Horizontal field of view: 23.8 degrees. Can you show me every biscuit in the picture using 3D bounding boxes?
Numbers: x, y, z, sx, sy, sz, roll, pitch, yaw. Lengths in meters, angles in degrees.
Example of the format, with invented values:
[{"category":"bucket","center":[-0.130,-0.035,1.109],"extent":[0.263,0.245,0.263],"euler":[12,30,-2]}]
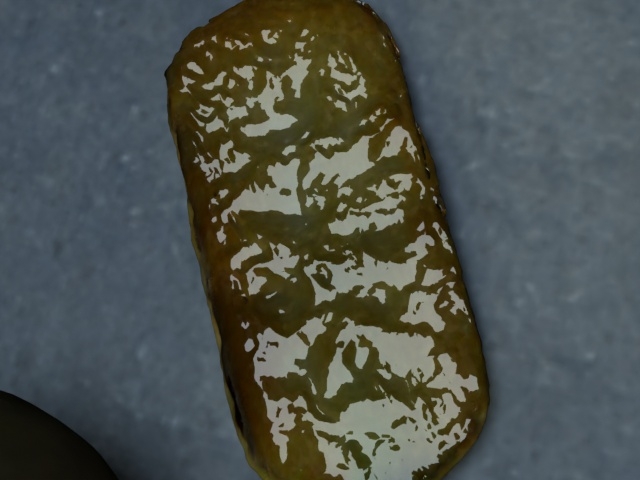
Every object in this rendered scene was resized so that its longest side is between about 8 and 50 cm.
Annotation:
[{"category":"biscuit","center":[0.000,0.000,0.685],"extent":[0.118,0.029,0.247],"euler":[-16,73,9]}]

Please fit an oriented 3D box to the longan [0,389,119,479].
[{"category":"longan","center":[-0.163,0.176,0.610],"extent":[0.215,0.246,0.246],"euler":[9,81,34]}]
